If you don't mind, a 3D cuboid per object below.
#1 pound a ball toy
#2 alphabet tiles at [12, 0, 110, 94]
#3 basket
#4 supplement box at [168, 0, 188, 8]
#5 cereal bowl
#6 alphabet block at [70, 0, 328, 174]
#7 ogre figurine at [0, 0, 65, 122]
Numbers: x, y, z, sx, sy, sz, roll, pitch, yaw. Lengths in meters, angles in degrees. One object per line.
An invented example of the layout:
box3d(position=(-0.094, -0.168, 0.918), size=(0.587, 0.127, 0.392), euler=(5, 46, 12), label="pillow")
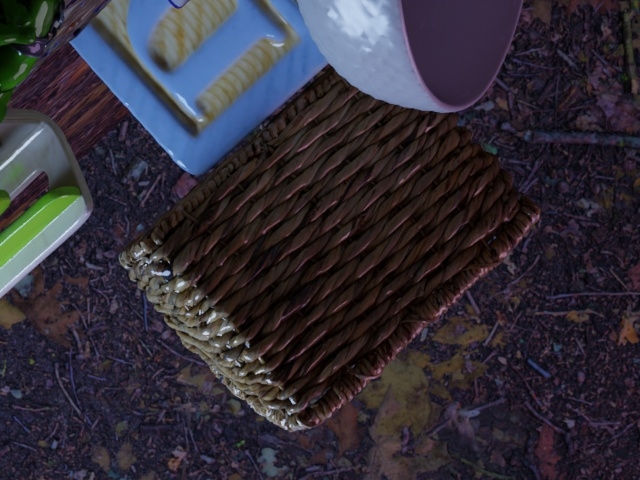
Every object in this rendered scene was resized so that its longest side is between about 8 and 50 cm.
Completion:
box3d(position=(-0.362, -0.021, 1.594), size=(0.319, 0.136, 0.208), euler=(-39, 160, 35), label="pound a ball toy")
box3d(position=(-0.216, -0.142, 1.334), size=(0.237, 0.009, 0.198), euler=(-38, -174, 37), label="alphabet tiles")
box3d(position=(0.000, 0.000, 1.565), size=(0.299, 0.223, 0.213), euler=(-43, -175, -12), label="basket")
box3d(position=(-0.062, -0.216, 0.935), size=(0.111, 0.114, 0.220), euler=(-41, -178, -8), label="supplement box")
box3d(position=(0.058, -0.273, 1.391), size=(0.141, 0.339, 0.339), euler=(7, -151, 24), label="cereal bowl")
box3d(position=(-0.077, -0.205, 1.542), size=(0.192, 0.193, 0.197), euler=(-38, -174, 29), label="alphabet block")
box3d(position=(-0.246, -0.087, 1.130), size=(0.118, 0.096, 0.197), euler=(116, -1, -49), label="ogre figurine")
